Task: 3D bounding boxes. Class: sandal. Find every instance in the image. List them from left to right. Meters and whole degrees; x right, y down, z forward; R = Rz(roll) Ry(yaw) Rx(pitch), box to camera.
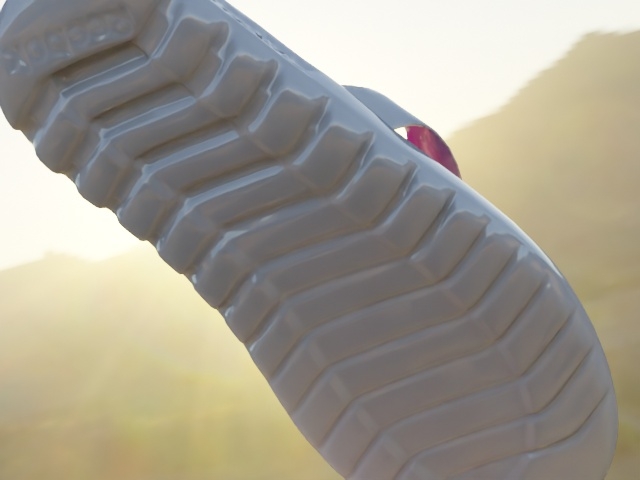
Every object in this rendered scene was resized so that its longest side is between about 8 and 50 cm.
[{"bbox_3d":[0.012,-0.008,0.956,0.169,0.416,0.102,-34,22,24],"label":"sandal"}]
